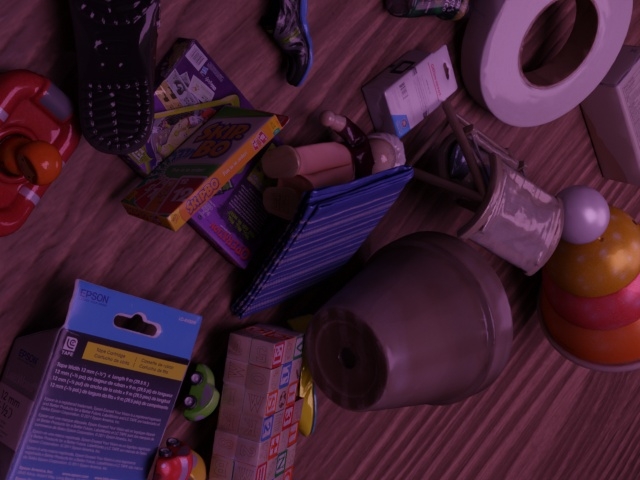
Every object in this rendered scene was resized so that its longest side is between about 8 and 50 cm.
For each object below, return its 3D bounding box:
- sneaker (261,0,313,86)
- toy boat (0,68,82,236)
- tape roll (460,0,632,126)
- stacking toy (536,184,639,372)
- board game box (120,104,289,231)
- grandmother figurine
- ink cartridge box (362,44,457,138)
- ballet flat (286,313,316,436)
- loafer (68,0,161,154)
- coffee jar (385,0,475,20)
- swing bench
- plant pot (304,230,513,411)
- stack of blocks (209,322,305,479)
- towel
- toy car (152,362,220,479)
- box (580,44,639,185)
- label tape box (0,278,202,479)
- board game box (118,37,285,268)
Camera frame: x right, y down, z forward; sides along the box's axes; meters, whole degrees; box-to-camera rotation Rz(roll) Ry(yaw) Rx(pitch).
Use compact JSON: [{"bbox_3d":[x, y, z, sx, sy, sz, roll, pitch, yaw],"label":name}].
[{"bbox_3d":[-0.058,-0.344,1.740,0.078,0.067,0.188,-16,118,-17],"label":"sneaker"},{"bbox_3d":[-0.399,-0.109,1.410,0.151,0.151,0.231,44,72,-42],"label":"toy boat"},{"bbox_3d":[0.453,-0.410,2.110,0.392,0.072,0.392,-21,134,-23],"label":"tape roll"},{"bbox_3d":[0.587,0.040,2.226,0.350,0.351,0.480,-58,145,-14],"label":"stacking toy"},{"bbox_3d":[-0.169,-0.120,1.587,0.259,0.124,0.039,-44,129,-25],"label":"board game box"},{"bbox_3d":[0.036,-0.120,1.820,0.342,0.104,0.207,-23,126,-51],"label":"grandmother figurine"},{"bbox_3d":[0.168,-0.281,1.971,0.180,0.060,0.104,-41,128,-28],"label":"ink cartridge box"},{"bbox_3d":[-0.045,0.246,1.938,0.077,0.077,0.230,2,100,-23],"label":"ballet flat"},{"bbox_3d":[-0.293,-0.302,1.493,0.134,0.130,0.365,5,90,-12],"label":"loafer"},{"bbox_3d":[0.206,-0.452,1.940,0.184,0.079,0.096,-9,109,-43],"label":"coffee jar"},{"bbox_3d":[0.320,-0.094,2.015,0.165,0.254,0.253,-50,138,13],"label":"swing bench"},{"bbox_3d":[0.130,0.170,1.877,0.280,0.323,0.323,-19,116,-45],"label":"plant pot"},{"bbox_3d":[-0.102,0.299,1.836,0.171,0.087,0.297,-11,111,-68],"label":"stack of blocks"},{"bbox_3d":[0.000,0.000,1.785,0.243,0.040,0.336,-20,157,-40],"label":"towel"},{"bbox_3d":[-0.208,0.314,1.752,0.239,0.053,0.224,84,19,-70],"label":"toy car"},{"bbox_3d":[0.703,-0.289,2.445,0.148,0.121,0.311,-47,131,-23],"label":"box"},{"bbox_3d":[-0.352,0.240,1.601,0.249,0.115,0.347,22,85,-46],"label":"label tape box"},{"bbox_3d":[-0.172,-0.132,1.701,0.347,0.056,0.208,49,65,-41],"label":"board game box"}]
